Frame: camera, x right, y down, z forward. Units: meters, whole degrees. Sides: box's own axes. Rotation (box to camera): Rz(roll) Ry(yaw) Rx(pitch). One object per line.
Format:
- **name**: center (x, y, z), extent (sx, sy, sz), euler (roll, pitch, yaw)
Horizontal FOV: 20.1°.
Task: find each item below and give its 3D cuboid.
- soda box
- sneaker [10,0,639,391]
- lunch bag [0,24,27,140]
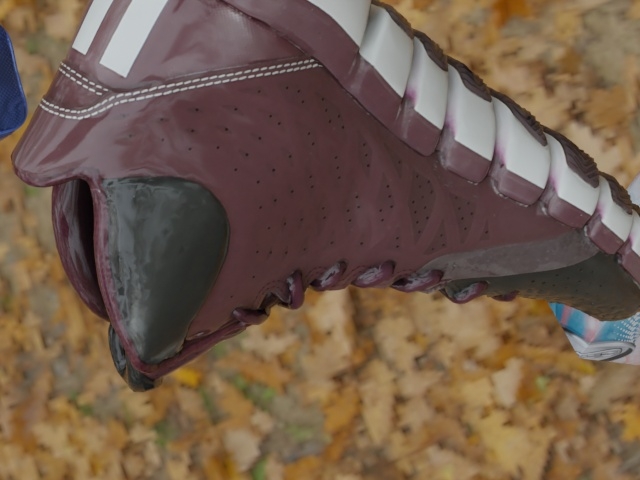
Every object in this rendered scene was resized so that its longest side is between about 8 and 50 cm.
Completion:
- **soda box**: center (0.226, -0.002, 1.175), extent (0.183, 0.063, 0.058), euler (-59, 38, 32)
- **sneaker**: center (0.000, 0.000, 0.667), extent (0.162, 0.281, 0.106), euler (-56, 35, 0)
- **lunch bag**: center (-0.207, -0.072, 0.923), extent (0.065, 0.098, 0.067), euler (-28, 73, 60)
